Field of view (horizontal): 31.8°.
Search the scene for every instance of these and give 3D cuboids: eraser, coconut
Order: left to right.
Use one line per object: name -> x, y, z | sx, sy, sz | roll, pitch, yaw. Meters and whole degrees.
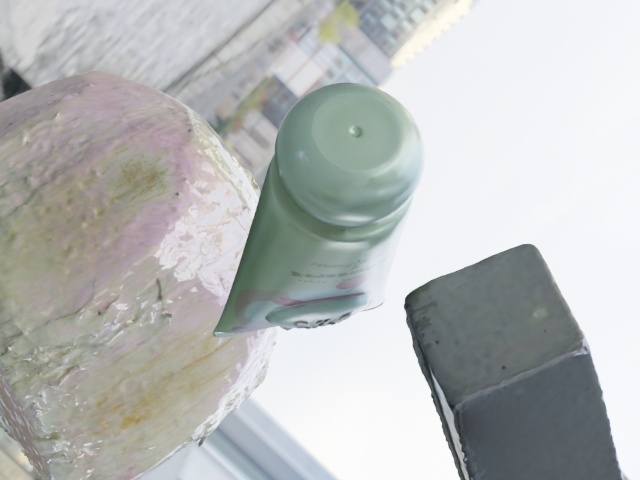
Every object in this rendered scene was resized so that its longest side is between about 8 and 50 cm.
coconut -> -0.206, 0.028, 1.130 | 0.404, 0.404, 0.404 | -44, -171, 9
eraser -> 0.163, 0.174, 0.852 | 0.111, 0.353, 0.077 | -23, -149, -4

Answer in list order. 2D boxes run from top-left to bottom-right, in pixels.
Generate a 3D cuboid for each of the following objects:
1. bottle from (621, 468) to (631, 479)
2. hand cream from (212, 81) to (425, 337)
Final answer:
bottle -> 0.370, 0.343, 1.399 | 0.083, 0.270, 0.083 | -30, 155, -16
hand cream -> 0.000, 0.000, 0.800 | 0.147, 0.093, 0.306 | -11, 157, -13
